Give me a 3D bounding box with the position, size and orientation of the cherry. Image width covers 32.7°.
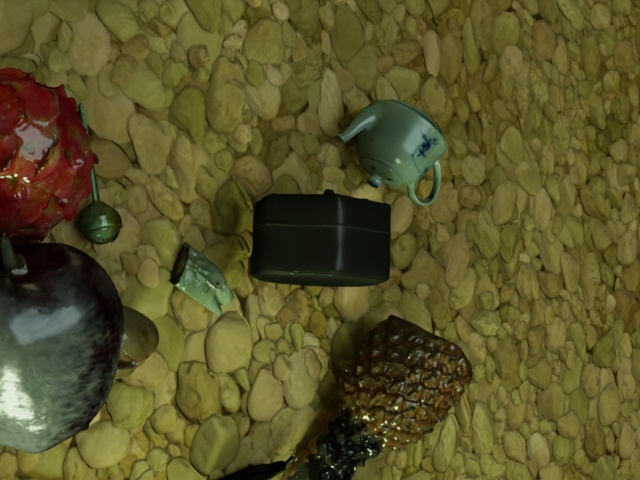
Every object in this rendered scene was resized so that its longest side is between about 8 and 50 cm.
[{"bbox_3d":[-0.372,0.118,1.349,0.255,0.218,0.296,-9,109,-24],"label":"cherry"}]

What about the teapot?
[{"bbox_3d":[0.128,-0.151,1.903,0.232,0.159,0.159,38,63,-27],"label":"teapot"}]

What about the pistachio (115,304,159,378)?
[{"bbox_3d":[-0.296,0.130,1.514,0.149,0.113,0.113,42,61,-27],"label":"pistachio"}]

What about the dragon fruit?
[{"bbox_3d":[-0.383,-0.093,1.375,0.268,0.205,0.210,95,14,-44],"label":"dragon fruit"}]

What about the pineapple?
[{"bbox_3d":[0.091,0.297,1.832,0.362,0.202,0.202,-50,122,-17],"label":"pineapple"}]

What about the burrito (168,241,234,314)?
[{"bbox_3d":[-0.177,0.061,1.669,0.118,0.044,0.074,39,59,-32],"label":"burrito"}]

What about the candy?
[{"bbox_3d":[-0.321,-0.094,1.538,0.061,0.061,0.203,-6,84,-44],"label":"candy"}]

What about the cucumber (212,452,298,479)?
[{"bbox_3d":[-0.106,0.373,1.732,0.163,0.043,0.039,-11,54,-46],"label":"cucumber"}]

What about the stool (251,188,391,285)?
[{"bbox_3d":[0.000,0.000,1.725,0.232,0.232,0.141,9,81,-43],"label":"stool"}]
